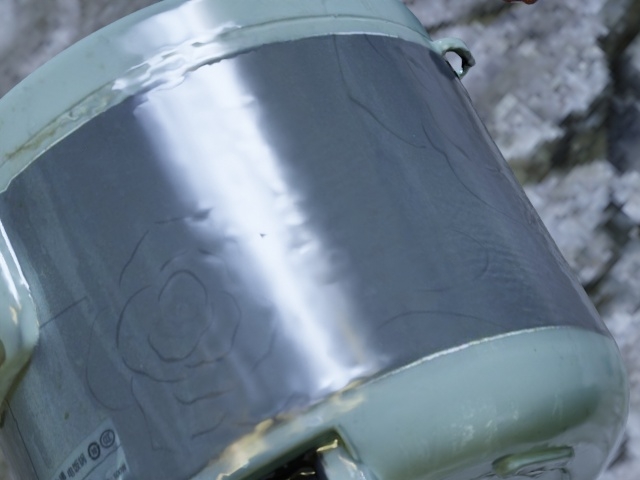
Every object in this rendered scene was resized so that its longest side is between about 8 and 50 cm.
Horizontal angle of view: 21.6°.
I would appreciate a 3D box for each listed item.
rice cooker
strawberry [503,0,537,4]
[{"bbox_3d":[-0.029,0.039,0.781,0.288,0.277,0.288,-24,-24,-11],"label":"rice cooker"},{"bbox_3d":[0.230,-0.377,1.565,0.336,0.265,0.149,-23,25,29],"label":"strawberry"}]
